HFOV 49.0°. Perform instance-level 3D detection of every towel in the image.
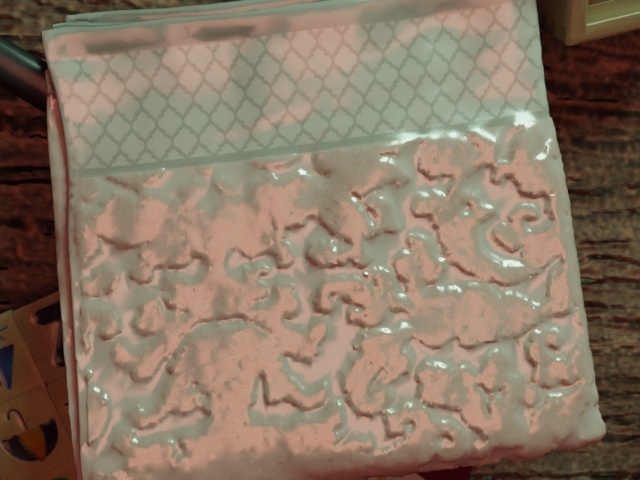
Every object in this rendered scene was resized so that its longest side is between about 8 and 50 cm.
[{"bbox_3d":[0.000,0.000,0.448,0.331,0.053,0.317,-7,90,-3],"label":"towel"}]

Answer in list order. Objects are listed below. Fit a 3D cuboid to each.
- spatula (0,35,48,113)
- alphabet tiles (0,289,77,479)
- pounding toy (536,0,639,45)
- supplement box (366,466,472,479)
[{"bbox_3d":[-0.251,-0.144,0.457,0.296,0.030,0.084,33,96,-12],"label":"spatula"},{"bbox_3d":[-0.168,0.214,0.501,0.285,0.011,0.343,-24,94,8],"label":"alphabet tiles"},{"bbox_3d":[0.235,-0.246,0.440,0.205,0.094,0.181,-15,129,-4],"label":"pounding toy"},{"bbox_3d":[0.039,0.213,0.532,0.104,0.081,0.188,10,99,-8],"label":"supplement box"}]
